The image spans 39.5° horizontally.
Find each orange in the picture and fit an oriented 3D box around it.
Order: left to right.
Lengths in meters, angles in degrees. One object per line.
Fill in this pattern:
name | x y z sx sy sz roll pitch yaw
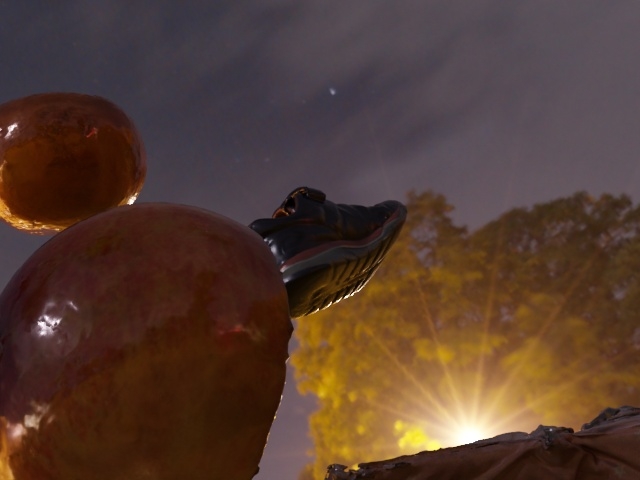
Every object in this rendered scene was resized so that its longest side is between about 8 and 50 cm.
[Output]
orange | -0.427 -0.123 1.459 0.283 0.226 0.284 -10 -6 -1

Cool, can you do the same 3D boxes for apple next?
apple | -0.172 0.089 0.670 0.163 0.251 0.293 22 -44 -37

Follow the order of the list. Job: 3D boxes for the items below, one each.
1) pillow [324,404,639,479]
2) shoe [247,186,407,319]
pillow | 0.123 0.159 0.486 0.248 0.049 0.135 -9 -72 -5
shoe | 0.000 0.000 1.112 0.291 0.137 0.114 -23 -30 -53
